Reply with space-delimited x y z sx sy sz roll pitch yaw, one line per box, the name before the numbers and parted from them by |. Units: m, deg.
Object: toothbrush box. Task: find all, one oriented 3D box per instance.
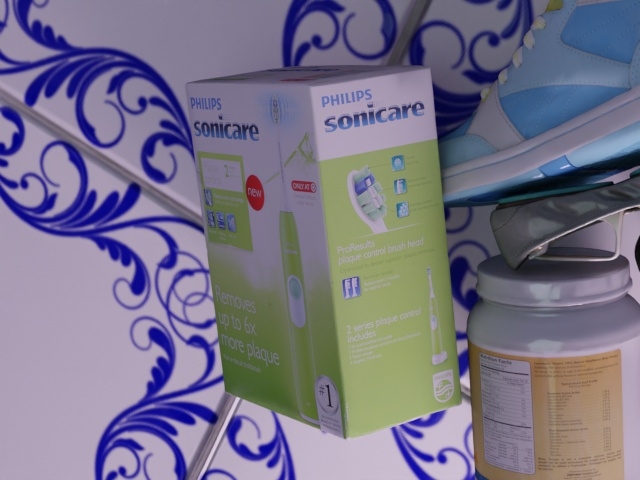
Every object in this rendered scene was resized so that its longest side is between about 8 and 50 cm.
toothbrush box | 0.000 0.000 1.169 0.206 0.122 0.283 12 110 57

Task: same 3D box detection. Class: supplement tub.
supplement tub | 0.194 0.115 1.141 0.144 0.144 0.199 1 103 25

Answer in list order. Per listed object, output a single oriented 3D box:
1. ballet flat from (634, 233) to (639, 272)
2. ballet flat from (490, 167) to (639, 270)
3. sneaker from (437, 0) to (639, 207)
ballet flat | 0.381 0.037 1.066 0.280 0.096 0.095 18 72 30
ballet flat | 0.237 -0.024 1.072 0.213 0.072 0.068 -16 85 19
sneaker | 0.189 -0.151 1.103 0.319 0.127 0.208 -20 79 37
